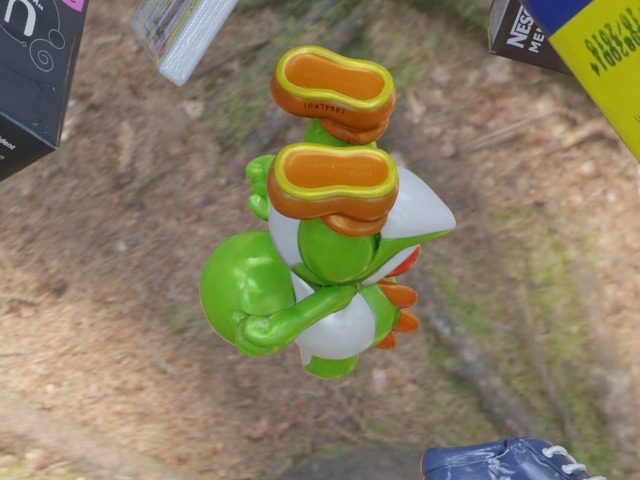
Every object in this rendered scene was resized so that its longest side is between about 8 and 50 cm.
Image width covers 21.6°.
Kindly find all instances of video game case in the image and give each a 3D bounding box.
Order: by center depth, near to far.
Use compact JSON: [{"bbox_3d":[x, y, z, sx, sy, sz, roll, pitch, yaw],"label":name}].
[{"bbox_3d":[-0.061,-0.219,1.178,0.023,0.193,0.212,31,98,-19],"label":"video game case"}]

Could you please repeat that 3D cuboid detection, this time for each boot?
[{"bbox_3d":[0.156,0.158,1.012,0.190,0.069,0.086,-4,67,-7],"label":"boot"}]

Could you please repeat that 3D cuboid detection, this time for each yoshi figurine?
[{"bbox_3d":[-0.028,0.004,1.449,0.203,0.362,0.203,-34,64,-23],"label":"yoshi figurine"}]

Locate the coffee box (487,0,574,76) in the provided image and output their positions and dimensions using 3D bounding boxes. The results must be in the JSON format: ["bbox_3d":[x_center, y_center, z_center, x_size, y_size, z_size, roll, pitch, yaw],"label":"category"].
[{"bbox_3d":[0.262,-0.284,1.584,0.141,0.246,0.098,16,31,-6],"label":"coffee box"}]

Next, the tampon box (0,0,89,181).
[{"bbox_3d":[-0.213,-0.081,0.805,0.120,0.161,0.101,34,45,-36],"label":"tampon box"}]

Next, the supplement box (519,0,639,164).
[{"bbox_3d":[0.291,-0.043,0.701,0.195,0.194,0.356,-35,89,-32],"label":"supplement box"}]
